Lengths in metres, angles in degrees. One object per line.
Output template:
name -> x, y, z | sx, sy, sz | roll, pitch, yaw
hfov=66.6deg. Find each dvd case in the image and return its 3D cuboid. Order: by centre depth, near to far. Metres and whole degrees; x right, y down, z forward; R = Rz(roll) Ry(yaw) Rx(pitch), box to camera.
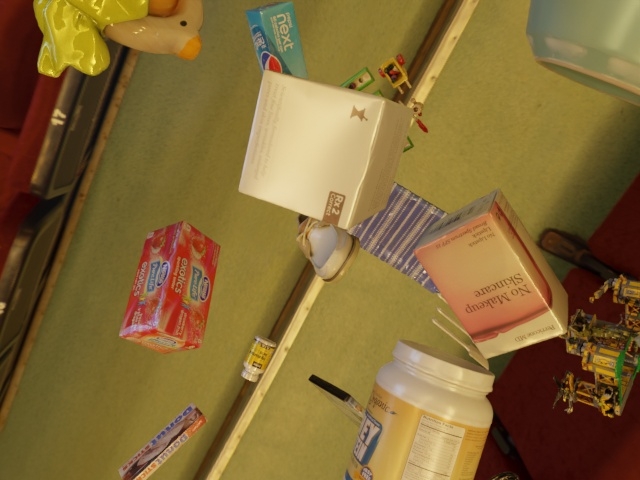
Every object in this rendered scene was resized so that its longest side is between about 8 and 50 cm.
dvd case -> 0.094, 0.416, 1.142 | 0.253, 0.180, 0.022 | 47, 71, -19

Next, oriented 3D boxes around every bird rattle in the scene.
bird rattle -> -0.231, -0.286, 0.530 | 0.143, 0.206, 0.254 | -42, 56, 36

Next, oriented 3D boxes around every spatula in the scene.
spatula -> 0.444, 0.276, 1.532 | 0.242, 0.168, 0.019 | 39, 131, -10

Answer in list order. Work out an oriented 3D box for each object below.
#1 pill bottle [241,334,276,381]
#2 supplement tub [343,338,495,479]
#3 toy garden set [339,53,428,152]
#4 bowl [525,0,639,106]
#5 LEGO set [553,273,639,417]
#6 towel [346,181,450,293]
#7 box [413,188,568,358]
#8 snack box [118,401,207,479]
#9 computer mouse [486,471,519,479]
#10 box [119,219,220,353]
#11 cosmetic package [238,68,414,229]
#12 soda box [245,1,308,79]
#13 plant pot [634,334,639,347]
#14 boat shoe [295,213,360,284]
pill bottle -> -0.175, 0.329, 1.356 | 0.065, 0.065, 0.116 | 24, 85, -3
supplement tub -> 0.122, 0.236, 0.593 | 0.144, 0.144, 0.200 | 19, 87, -1
toy garden set -> 0.174, -0.342, 1.279 | 0.203, 0.049, 0.244 | -26, 104, 35
bowl -> 0.371, -0.256, 0.563 | 0.311, 0.311, 0.163 | 22, 113, -2
LEGO set -> 0.639, 0.236, 1.158 | 0.192, 0.331, 0.255 | 11, 142, 43
towel -> 0.227, -0.012, 1.287 | 0.336, 0.040, 0.243 | 31, 133, 1
box -> 0.290, 0.057, 0.825 | 0.148, 0.127, 0.232 | -31, 96, 34
snack box -> -0.302, 0.394, 0.938 | 0.178, 0.064, 0.022 | -41, 116, -23
computer mouse -> 0.234, 0.492, 0.766 | 0.184, 0.060, 0.262 | -10, 115, -11
box -> -0.321, 0.103, 1.067 | 0.122, 0.257, 0.128 | -15, 144, 28
cosmetic package -> 0.015, -0.119, 0.630 | 0.151, 0.183, 0.151 | 20, 106, 17
soda box -> -0.075, -0.345, 0.950 | 0.071, 0.067, 0.210 | -28, 125, -22
plant pot -> 0.575, 0.181, 0.520 | 0.247, 0.247, 0.252 | -19, 81, -10
boat shoe -> 0.000, 0.000, 0.995 | 0.103, 0.302, 0.113 | 35, 96, -13
